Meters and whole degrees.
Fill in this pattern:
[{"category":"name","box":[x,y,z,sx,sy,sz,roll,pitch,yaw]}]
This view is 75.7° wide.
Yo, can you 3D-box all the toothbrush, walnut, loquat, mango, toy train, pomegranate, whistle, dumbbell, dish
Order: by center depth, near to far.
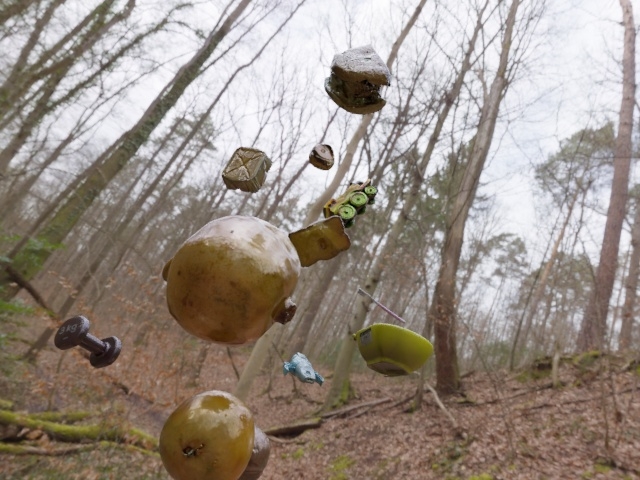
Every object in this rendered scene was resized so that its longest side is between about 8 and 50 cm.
[{"category":"loquat","box":[-0.307,0.554,1.148,0.262,0.263,0.263,21,-20,8]},{"category":"pomegranate","box":[-0.243,0.124,1.241,0.415,0.417,0.417,21,-20,8]},{"category":"dish","box":[0.222,0.369,1.331,0.221,0.109,0.262,33,-32,-19]},{"category":"mango","box":[-0.465,0.084,1.412,0.183,0.085,0.102,-23,-37,10]},{"category":"dumbbell","box":[-0.909,0.403,1.621,0.140,0.124,0.226,-16,-43,11]},{"category":"whistle","box":[-0.080,0.567,1.812,0.186,0.093,0.274,22,-3,-15]},{"category":"toy train","box":[0.149,-0.183,1.944,0.160,0.296,0.101,33,-29,24]},{"category":"walnut","box":[-0.365,1.020,1.989,0.272,0.274,0.227,7,-26,39]},{"category":"toothbrush","box":[0.299,0.326,2.023,0.286,0.025,0.020,36,0,-4]}]

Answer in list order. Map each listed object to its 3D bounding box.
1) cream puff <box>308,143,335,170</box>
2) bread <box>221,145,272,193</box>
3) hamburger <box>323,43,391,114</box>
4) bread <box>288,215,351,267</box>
[{"category":"cream puff","box":[0.009,-0.376,1.887,0.133,0.119,0.104,54,-38,10]},{"category":"bread","box":[-0.347,-0.331,1.961,0.191,0.210,0.110,11,-25,20]},{"category":"hamburger","box":[0.112,-0.543,1.402,0.192,0.288,0.168,-13,-42,-3]},{"category":"bread","box":[0.000,0.000,1.677,0.232,0.088,0.161,-19,-76,10]}]
